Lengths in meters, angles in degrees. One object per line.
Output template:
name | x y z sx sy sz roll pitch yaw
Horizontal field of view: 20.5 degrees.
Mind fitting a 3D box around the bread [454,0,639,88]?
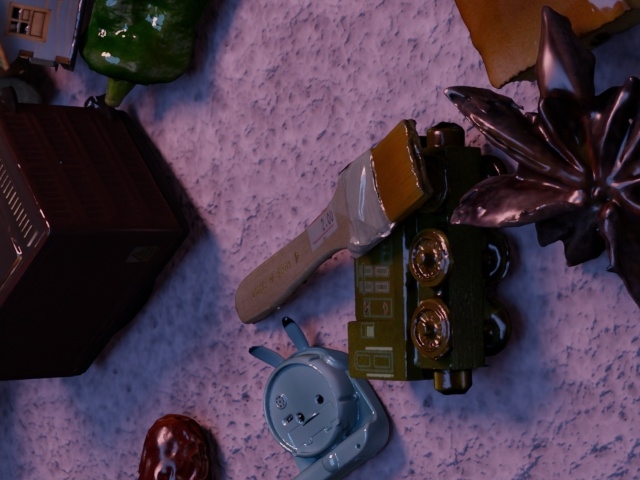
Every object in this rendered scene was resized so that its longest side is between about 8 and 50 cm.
bread | 0.136 -0.311 1.418 0.138 0.077 0.361 -30 76 37

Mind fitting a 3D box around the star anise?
star anise | 0.219 -0.047 1.334 0.283 0.129 0.212 22 116 11

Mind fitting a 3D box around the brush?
brush | 0.000 0.000 1.526 0.336 0.020 0.085 -43 53 53

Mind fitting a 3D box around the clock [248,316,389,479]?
clock | -0.008 0.144 1.596 0.108 0.045 0.147 -41 69 32

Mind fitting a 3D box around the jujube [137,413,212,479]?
jujube | -0.142 0.231 1.693 0.077 0.077 0.129 0 88 39

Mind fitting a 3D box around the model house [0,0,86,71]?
model house | -0.325 -0.298 1.668 0.178 0.206 0.271 -143 63 -65

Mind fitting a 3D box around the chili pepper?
chili pepper | -0.155 -0.250 1.646 0.136 0.099 0.270 22 103 11

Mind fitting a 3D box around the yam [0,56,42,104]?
yam | -0.429 -0.220 1.821 0.304 0.168 0.168 53 123 23

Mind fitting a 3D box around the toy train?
toy train | 0.086 0.016 1.483 0.137 0.090 0.225 -2 88 50

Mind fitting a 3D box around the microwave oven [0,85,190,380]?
microwave oven | -0.270 0.001 1.706 0.247 0.188 0.178 -51 58 34
